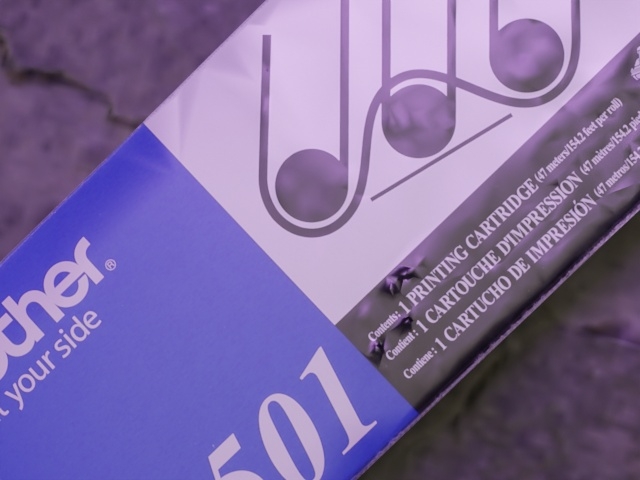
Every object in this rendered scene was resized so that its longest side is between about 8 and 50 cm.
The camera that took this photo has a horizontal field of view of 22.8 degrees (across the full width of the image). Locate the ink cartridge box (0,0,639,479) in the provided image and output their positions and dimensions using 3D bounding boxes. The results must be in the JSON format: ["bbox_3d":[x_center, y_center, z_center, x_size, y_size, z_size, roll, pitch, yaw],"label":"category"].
[{"bbox_3d":[0.000,0.000,0.388,0.207,0.046,0.097,-44,85,3],"label":"ink cartridge box"}]
